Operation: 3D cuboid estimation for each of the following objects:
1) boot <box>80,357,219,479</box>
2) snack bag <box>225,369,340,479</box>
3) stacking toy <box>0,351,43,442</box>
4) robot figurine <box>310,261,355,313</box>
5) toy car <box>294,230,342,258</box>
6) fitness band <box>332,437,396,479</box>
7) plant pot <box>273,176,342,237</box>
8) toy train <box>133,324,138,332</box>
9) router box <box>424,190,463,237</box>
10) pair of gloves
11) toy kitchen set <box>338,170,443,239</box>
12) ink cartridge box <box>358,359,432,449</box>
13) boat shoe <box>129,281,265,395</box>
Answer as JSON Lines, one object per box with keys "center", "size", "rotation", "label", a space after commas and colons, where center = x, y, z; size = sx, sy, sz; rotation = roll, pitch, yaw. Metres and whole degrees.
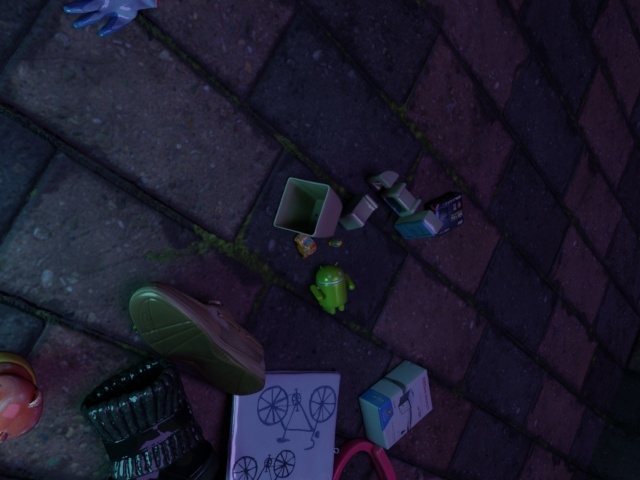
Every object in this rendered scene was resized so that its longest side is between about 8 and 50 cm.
{"center": [-0.354, 0.391, 1.023], "size": [0.348, 0.131, 0.260], "rotation": [-41, 127, -34], "label": "boot"}
{"center": [-0.079, 0.460, 1.309], "size": [0.323, 0.037, 0.343], "rotation": [11, 79, -44], "label": "snack bag"}
{"center": [-0.561, 0.277, 0.809], "size": [0.279, 0.130, 0.309], "rotation": [45, 70, -39], "label": "stacking toy"}
{"center": [0.025, 0.106, 1.341], "size": [0.101, 0.067, 0.115], "rotation": [-15, 110, -26], "label": "robot figurine"}
{"center": [0.000, 0.000, 1.312], "size": [0.122, 0.040, 0.060], "rotation": [-22, 114, -36], "label": "toy car"}
{"center": [0.100, 0.649, 1.549], "size": [0.209, 0.054, 0.291], "rotation": [-38, 122, -26], "label": "fitness band"}
{"center": [-0.016, -0.060, 1.248], "size": [0.096, 0.109, 0.109], "rotation": [23, 84, -56], "label": "plant pot"}
{"center": [-0.315, 0.127, 1.074], "size": [0.023, 0.017, 0.083], "rotation": [22, 85, -53], "label": "toy train"}
{"center": [0.335, -0.071, 1.599], "size": [0.122, 0.038, 0.092], "rotation": [-25, 116, -36], "label": "router box"}
{"center": [-0.342, -0.428, 0.919], "size": [0.159, 0.023, 0.198], "rotation": [-34, 121, -34], "label": "pair of gloves"}
{"center": [0.152, -0.043, 1.414], "size": [0.207, 0.122, 0.166], "rotation": [44, 69, -18], "label": "toy kitchen set"}
{"center": [0.201, 0.430, 1.566], "size": [0.190, 0.082, 0.140], "rotation": [-28, 118, -33], "label": "ink cartridge box"}
{"center": [-0.223, 0.171, 1.117], "size": [0.341, 0.121, 0.110], "rotation": [52, 28, -39], "label": "boat shoe"}
